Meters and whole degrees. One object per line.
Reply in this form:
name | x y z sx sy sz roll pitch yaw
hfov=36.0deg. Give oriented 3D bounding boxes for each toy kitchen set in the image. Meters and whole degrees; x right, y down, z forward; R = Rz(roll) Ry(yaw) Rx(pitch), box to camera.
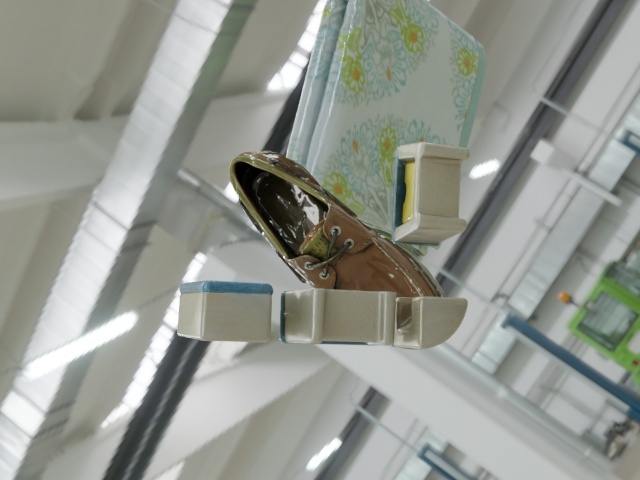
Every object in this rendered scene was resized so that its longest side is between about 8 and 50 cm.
toy kitchen set | 0.000 0.000 0.788 0.122 0.207 0.166 167 107 -73

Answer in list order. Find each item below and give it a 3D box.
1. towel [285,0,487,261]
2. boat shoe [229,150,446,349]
towel | 0.103 -0.179 1.422 0.320 0.090 0.374 24 -104 -49
boat shoe | 0.008 0.013 1.097 0.110 0.307 0.104 -54 -24 8
